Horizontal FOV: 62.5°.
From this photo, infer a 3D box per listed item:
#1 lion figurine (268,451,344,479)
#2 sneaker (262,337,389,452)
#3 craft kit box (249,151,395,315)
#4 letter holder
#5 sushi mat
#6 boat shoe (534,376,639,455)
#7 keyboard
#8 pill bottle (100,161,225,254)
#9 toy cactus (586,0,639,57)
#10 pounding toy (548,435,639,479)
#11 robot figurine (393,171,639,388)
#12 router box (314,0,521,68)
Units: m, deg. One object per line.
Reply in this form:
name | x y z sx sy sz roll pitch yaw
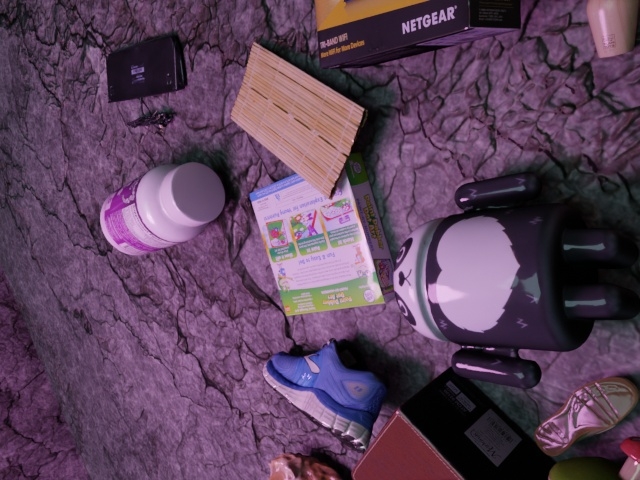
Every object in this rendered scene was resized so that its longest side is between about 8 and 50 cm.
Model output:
lion figurine | 0.073 0.510 0.976 0.392 0.142 0.240 -17 83 31
sneaker | 0.013 0.254 0.953 0.130 0.147 0.330 47 160 -25
craft kit box | 0.000 0.000 0.925 0.250 0.061 0.246 -14 90 45
letter holder | 0.219 0.382 0.768 0.302 0.152 0.214 44 130 26
sushi mat | -0.049 -0.209 0.885 0.316 0.019 0.151 42 118 36
boat shoe | 0.345 0.224 0.679 0.056 0.048 0.153 54 127 33
keyboard | -0.410 -0.351 1.222 0.317 0.033 0.201 8 102 43
pill bottle | -0.342 -0.070 1.145 0.301 0.169 0.169 -14 92 44
toy cactus | 0.296 -0.282 0.536 0.219 0.112 0.180 -3 110 35
pounding toy | 0.392 0.299 0.588 0.237 0.183 0.110 32 97 32
robot figurine | 0.221 0.045 0.641 0.278 0.209 0.173 -5 129 44
router box | 0.097 -0.355 0.645 0.309 0.081 0.243 15 113 59
